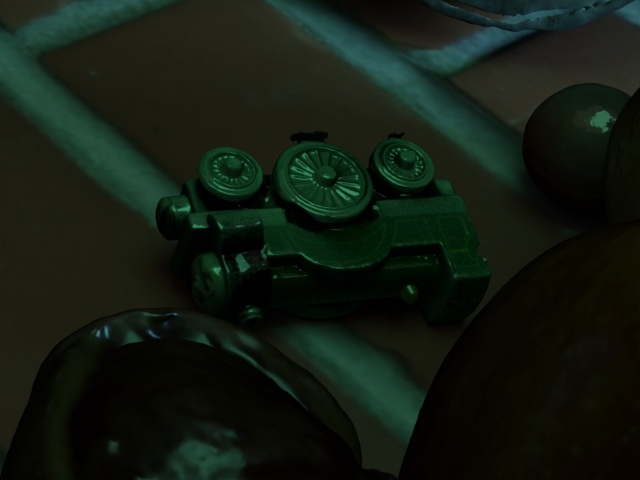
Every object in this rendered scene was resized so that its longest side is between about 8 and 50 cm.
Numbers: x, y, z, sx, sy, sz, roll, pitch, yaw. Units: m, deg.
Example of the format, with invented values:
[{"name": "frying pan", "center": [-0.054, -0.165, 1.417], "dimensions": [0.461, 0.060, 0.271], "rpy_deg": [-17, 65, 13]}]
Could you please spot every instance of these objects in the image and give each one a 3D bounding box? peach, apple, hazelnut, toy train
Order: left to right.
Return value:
[{"name": "hazelnut", "center": [-0.058, 0.115, 0.834], "dimensions": [0.170, 0.160, 0.201], "rpy_deg": [34, 41, -38]}, {"name": "toy train", "center": [0.000, 0.000, 1.061], "dimensions": [0.178, 0.071, 0.104], "rpy_deg": [-4, 55, -23]}, {"name": "peach", "center": [0.162, -0.056, 1.162], "dimensions": [0.083, 0.083, 0.083], "rpy_deg": [8, 41, -7]}, {"name": "apple", "center": [0.165, 0.134, 0.782], "dimensions": [0.288, 0.288, 0.317], "rpy_deg": [24, 61, 11]}]

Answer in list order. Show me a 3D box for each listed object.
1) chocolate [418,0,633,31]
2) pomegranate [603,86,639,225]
[{"name": "chocolate", "center": [0.137, -0.306, 1.311], "dimensions": [0.303, 0.303, 0.213], "rpy_deg": [12, 15, -3]}, {"name": "pomegranate", "center": [0.296, -0.037, 1.023], "dimensions": [0.319, 0.319, 0.319], "rpy_deg": [8, 41, -7]}]
